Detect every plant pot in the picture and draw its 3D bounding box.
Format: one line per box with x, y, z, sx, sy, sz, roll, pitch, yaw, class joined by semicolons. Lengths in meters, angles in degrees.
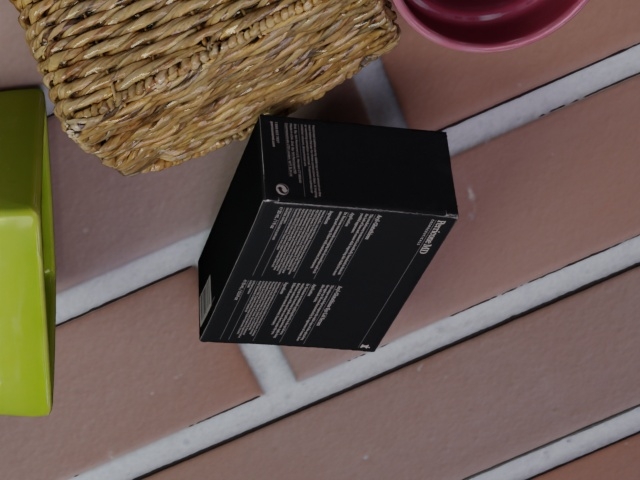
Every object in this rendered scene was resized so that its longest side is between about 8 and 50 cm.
0.132;-0.289;1.582;0.201;0.180;0.201;-6;123;-10;plant pot
-0.346;0.010;1.642;0.207;0.227;0.228;-1;123;-6;plant pot

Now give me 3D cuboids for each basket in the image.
-0.104;-0.222;1.612;0.299;0.223;0.213;-27;162;9;basket

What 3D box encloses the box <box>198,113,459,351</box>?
0.000;0.000;1.728;0.184;0.103;0.261;7;147;-15;box
